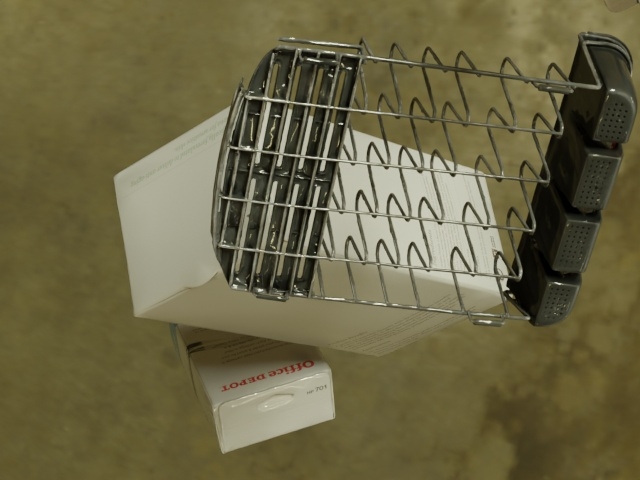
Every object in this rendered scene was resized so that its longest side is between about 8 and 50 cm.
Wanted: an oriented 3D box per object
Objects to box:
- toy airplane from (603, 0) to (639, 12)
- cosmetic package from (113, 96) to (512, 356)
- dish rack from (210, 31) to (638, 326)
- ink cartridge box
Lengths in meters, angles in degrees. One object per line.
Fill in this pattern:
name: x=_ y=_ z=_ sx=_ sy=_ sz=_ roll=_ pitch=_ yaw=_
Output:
toy airplane: x=0.370 y=-0.450 z=1.958 sx=0.386 sy=0.272 sz=0.384 roll=53 pitch=23 yaw=14
cosmetic package: x=0.000 y=0.000 z=1.564 sx=0.365 sy=0.197 sz=0.155 roll=16 pitch=56 yaw=-48
dish rack: x=0.065 y=-0.042 z=1.050 sx=0.271 sy=0.074 sz=0.208 roll=6 pitch=120 yaw=-12
ink cartridge box: x=-0.081 y=0.136 z=1.812 sx=0.139 sy=0.191 sz=0.082 roll=-15 pitch=131 yaw=-13
